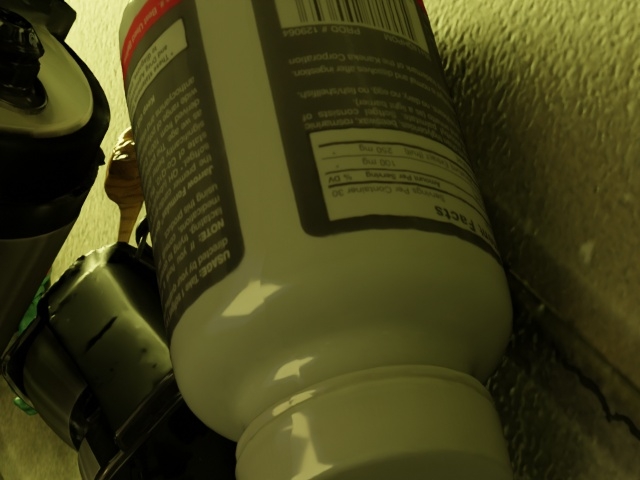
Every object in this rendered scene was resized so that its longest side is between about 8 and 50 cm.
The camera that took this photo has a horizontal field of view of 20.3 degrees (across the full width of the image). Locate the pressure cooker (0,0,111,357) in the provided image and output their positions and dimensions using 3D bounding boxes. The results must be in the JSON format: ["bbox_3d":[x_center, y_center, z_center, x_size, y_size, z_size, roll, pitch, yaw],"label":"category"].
[{"bbox_3d":[-0.332,-0.047,1.101,0.420,0.375,0.370,-58,24,19],"label":"pressure cooker"}]

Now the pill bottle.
[{"bbox_3d":[0.000,0.000,0.932,0.176,0.176,0.319,-46,45,41],"label":"pill bottle"}]

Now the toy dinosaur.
[{"bbox_3d":[-0.127,-0.045,1.231,0.112,0.064,0.211,-51,-9,-18],"label":"toy dinosaur"}]

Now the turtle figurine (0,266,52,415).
[{"bbox_3d":[-0.265,0.059,1.391,0.175,0.118,0.234,46,135,0],"label":"turtle figurine"}]

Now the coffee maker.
[{"bbox_3d":[-0.107,0.080,1.129,0.178,0.120,0.171,41,115,53],"label":"coffee maker"}]
